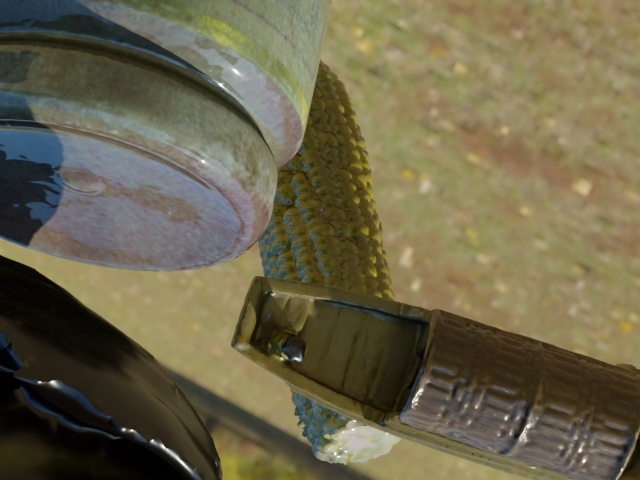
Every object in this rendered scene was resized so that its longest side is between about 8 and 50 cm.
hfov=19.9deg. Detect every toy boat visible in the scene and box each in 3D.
[{"bbox_3d":[0.070,0.067,0.857,0.226,0.068,0.088,19,171,-6],"label":"toy boat"}]

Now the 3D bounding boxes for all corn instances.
[{"bbox_3d":[0.000,0.000,1.142,0.086,0.288,0.086,-10,153,-5],"label":"corn"}]

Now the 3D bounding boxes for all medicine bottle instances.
[{"bbox_3d":[-0.058,-0.160,0.715,0.151,0.322,0.151,10,157,4],"label":"medicine bottle"}]

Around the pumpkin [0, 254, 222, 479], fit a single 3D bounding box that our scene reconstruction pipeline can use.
[{"bbox_3d":[-0.159,0.151,0.629,0.192,0.320,0.320,14,-176,-42],"label":"pumpkin"}]
